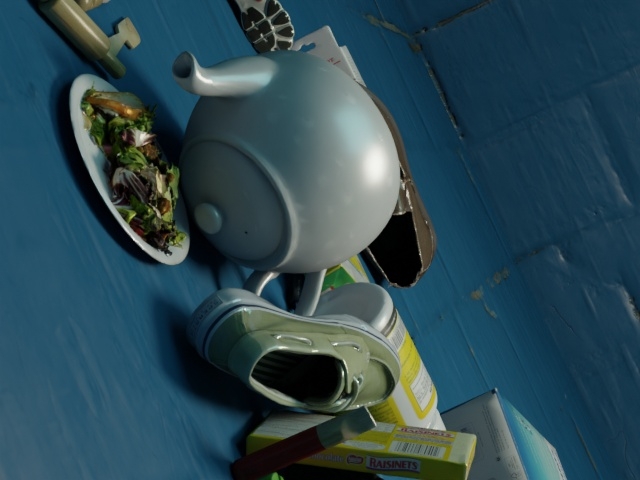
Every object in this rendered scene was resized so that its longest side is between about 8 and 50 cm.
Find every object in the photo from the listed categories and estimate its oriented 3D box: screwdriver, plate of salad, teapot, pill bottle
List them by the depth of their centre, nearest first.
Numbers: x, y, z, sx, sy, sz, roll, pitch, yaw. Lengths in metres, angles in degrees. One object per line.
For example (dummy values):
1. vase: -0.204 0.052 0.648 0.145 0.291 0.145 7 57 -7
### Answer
1. plate of salad: -0.170 -0.072 1.251 0.200 0.048 0.200 58 16 -26
2. teapot: -0.055 -0.056 1.363 0.256 0.252 0.187 46 52 6
3. pill bottle: 0.062 0.161 1.507 0.119 0.119 0.209 -90 157 -59
4. screwdriver: -0.024 0.098 1.526 0.025 0.024 0.170 24 35 -23

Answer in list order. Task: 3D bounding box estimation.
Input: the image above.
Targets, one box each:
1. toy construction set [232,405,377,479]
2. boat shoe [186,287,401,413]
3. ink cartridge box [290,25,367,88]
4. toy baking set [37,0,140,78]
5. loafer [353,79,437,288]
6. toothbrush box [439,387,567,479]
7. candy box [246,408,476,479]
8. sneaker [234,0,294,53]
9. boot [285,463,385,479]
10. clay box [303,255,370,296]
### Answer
1. toy construction set: 0.079 0.290 1.135 0.309 0.237 0.257 65 15 7
2. boat shoe: -0.010 0.129 1.296 0.302 0.109 0.094 20 20 -50
3. ink cartridge box: 0.014 -0.228 2.026 0.180 0.104 0.060 64 15 -3
4. toy baking set: -0.242 -0.259 1.343 0.256 0.030 0.197 50 20 -43
5. loafer: 0.079 -0.078 1.946 0.366 0.133 0.130 56 16 -27
6. toothbrush box: 0.278 0.372 1.901 0.295 0.126 0.216 42 26 -54
7. candy box: 0.041 0.194 1.257 0.105 0.205 0.027 -21 116 -78
8. sneaker: -0.093 -0.349 1.942 0.170 0.068 0.071 60 10 -14
9. boot: 0.062 0.303 1.344 0.189 0.076 0.208 28 -21 26
10. clay box: 0.000 0.000 1.670 0.127 0.053 0.222 50 11 -45
